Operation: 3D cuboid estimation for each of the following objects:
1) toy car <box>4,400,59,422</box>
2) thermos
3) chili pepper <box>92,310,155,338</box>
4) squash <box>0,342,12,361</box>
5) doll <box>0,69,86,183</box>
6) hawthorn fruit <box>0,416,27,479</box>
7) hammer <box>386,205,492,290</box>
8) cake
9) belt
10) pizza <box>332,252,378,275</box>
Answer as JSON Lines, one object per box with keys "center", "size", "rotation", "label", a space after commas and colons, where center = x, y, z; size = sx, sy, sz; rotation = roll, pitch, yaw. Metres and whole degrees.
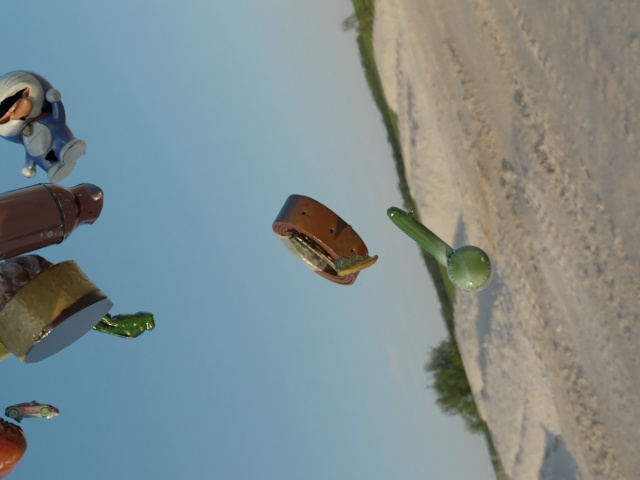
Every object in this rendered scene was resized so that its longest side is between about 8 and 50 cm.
{"center": [-0.787, 0.465, 2.142], "size": [0.069, 0.142, 0.055], "rotation": [109, 157, -68], "label": "toy car"}
{"center": [-0.515, -0.017, 1.297], "size": [0.109, 0.330, 0.136], "rotation": [42, 133, 29], "label": "thermos"}
{"center": [-0.434, 0.159, 1.626], "size": [0.182, 0.073, 0.050], "rotation": [24, -179, -25], "label": "chili pepper"}
{"center": [-0.664, 0.213, 1.451], "size": [0.250, 0.083, 0.083], "rotation": [-27, -77, -39], "label": "squash"}
{"center": [-0.627, -0.250, 1.710], "size": [0.257, 0.215, 0.161], "rotation": [47, -160, 12], "label": "doll"}
{"center": [-0.885, 0.567, 2.076], "size": [0.200, 0.179, 0.179], "rotation": [-66, -24, -19], "label": "hawthorn fruit"}
{"center": [0.315, 0.010, 2.100], "size": [0.335, 0.119, 0.206], "rotation": [40, -178, 14], "label": "hammer"}
{"center": [-0.503, 0.101, 1.409], "size": [0.208, 0.185, 0.178], "rotation": [-29, -104, -42], "label": "cake"}
{"center": [0.000, 0.000, 1.918], "size": [0.261, 0.184, 0.105], "rotation": [39, -114, -22], "label": "belt"}
{"center": [0.059, 0.048, 1.738], "size": [0.123, 0.109, 0.026], "rotation": [-20, -73, -40], "label": "pizza"}
